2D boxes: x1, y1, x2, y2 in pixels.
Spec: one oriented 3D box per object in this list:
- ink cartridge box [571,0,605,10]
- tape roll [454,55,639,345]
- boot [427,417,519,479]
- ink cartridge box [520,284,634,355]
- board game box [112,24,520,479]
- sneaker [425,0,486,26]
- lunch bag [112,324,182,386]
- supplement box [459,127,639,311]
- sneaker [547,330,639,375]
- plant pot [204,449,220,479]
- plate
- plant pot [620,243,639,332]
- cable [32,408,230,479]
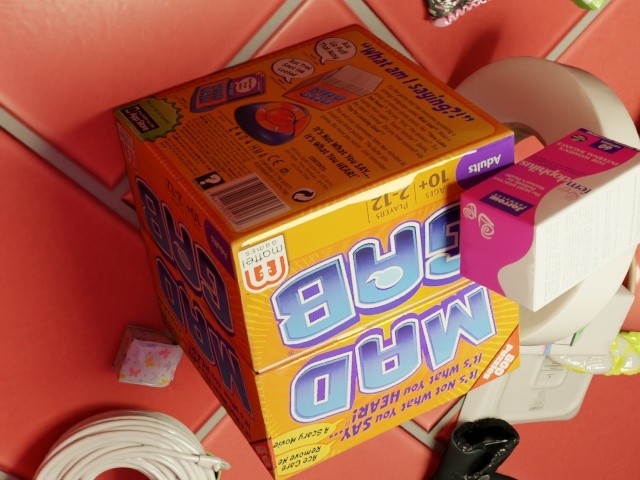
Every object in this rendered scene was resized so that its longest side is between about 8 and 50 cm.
[{"bbox_3d":[0.317,-0.456,1.654,0.255,0.097,0.189,36,98,-8],"label":"ink cartridge box"},{"bbox_3d":[0.263,-0.050,1.673,0.072,0.392,0.392,6,115,-35],"label":"tape roll"},{"bbox_3d":[0.298,0.399,2.154,0.246,0.094,0.207,4,131,-27],"label":"boot"},{"bbox_3d":[0.303,0.074,1.900,0.278,0.201,0.117,4,118,-34],"label":"ink cartridge box"},{"bbox_3d":[0.000,0.000,1.557,0.356,0.356,0.356,-22,128,-19],"label":"board game box"},{"bbox_3d":[0.190,-0.337,1.676,0.119,0.047,0.057,-35,120,-10],"label":"sneaker"},{"bbox_3d":[-0.235,0.160,1.717,0.083,0.053,0.071,13,109,-27],"label":"lunch bag"},{"bbox_3d":[0.267,-0.028,1.401,0.220,0.111,0.114,-29,130,-34],"label":"supplement box"},{"bbox_3d":[0.479,0.192,2.104,0.240,0.126,0.091,6,74,-5],"label":"sneaker"},{"bbox_3d":[-0.182,0.368,1.874,0.083,0.083,0.079,-30,142,-13],"label":"plant pot"},{"bbox_3d":[0.388,0.213,2.152,0.277,0.045,0.278,0,119,-33],"label":"plate"},{"bbox_3d":[0.555,0.035,2.013,0.243,0.275,0.275,-2,120,-19],"label":"plant pot"},{"bbox_3d":[-0.274,0.355,1.748,0.257,0.089,0.257,31,102,-17],"label":"cable"}]
